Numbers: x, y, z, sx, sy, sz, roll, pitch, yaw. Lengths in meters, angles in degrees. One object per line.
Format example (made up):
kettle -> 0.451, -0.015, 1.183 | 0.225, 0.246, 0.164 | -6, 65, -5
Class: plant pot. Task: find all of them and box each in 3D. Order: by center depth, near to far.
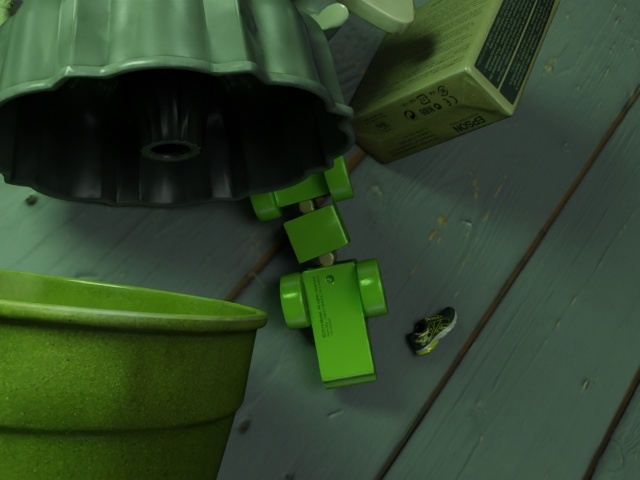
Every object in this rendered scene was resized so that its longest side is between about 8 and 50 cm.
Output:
plant pot -> -0.241, 0.205, 0.606 | 0.367, 0.366, 0.352 | 8, 87, -32

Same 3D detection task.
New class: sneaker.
sneaker -> 0.143, 0.109, 1.045 | 0.083, 0.031, 0.035 | -46, 106, -31

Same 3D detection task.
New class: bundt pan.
bundt pan -> -0.135, -0.135, 0.733 | 0.331, 0.331, 0.124 | 5, 72, -33

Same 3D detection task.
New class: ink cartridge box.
ink cartridge box -> 0.152, -0.213, 0.991 | 0.088, 0.235, 0.193 | 39, 63, -22

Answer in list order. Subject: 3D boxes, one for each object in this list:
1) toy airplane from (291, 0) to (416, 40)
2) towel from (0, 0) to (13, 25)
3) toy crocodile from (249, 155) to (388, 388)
toy airplane -> -0.127, -0.349, 0.850 | 0.384, 0.272, 0.386 | -2, 45, -44
towel -> -0.363, -0.209, 0.773 | 0.148, 0.027, 0.110 | -2, 82, -34
toy crocodile -> 0.000, 0.000, 0.935 | 0.115, 0.105, 0.340 | -15, 90, 7
